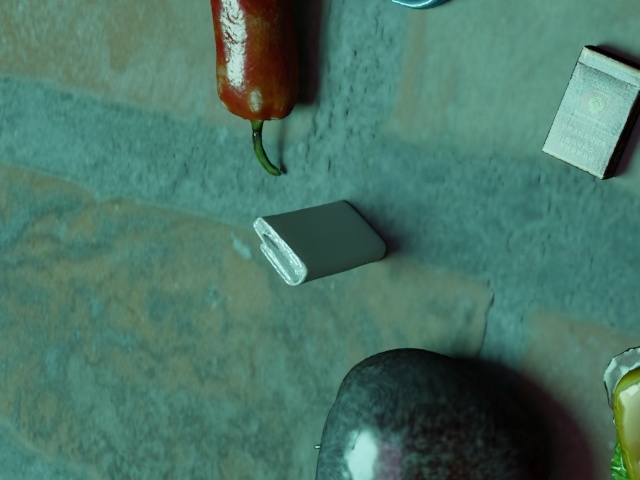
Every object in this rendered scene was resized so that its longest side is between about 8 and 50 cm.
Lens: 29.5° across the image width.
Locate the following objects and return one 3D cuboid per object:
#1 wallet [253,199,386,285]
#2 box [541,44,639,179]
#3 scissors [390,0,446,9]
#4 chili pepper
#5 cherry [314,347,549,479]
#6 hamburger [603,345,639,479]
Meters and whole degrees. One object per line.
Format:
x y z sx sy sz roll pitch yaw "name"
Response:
0.000 0.000 0.931 0.025 0.122 0.061 -45 74 30 "wallet"
0.195 -0.090 0.852 0.052 0.023 0.082 28 112 25 "box"
-0.002 -0.250 0.949 0.256 0.030 0.125 11 101 29 "scissors"
-0.057 -0.176 0.956 0.063 0.071 0.272 -144 41 -61 "chili pepper"
0.076 0.170 0.899 0.176 0.140 0.176 -1 87 22 "cherry"
0.258 0.141 0.810 0.137 0.087 0.165 -15 88 34 "hamburger"
